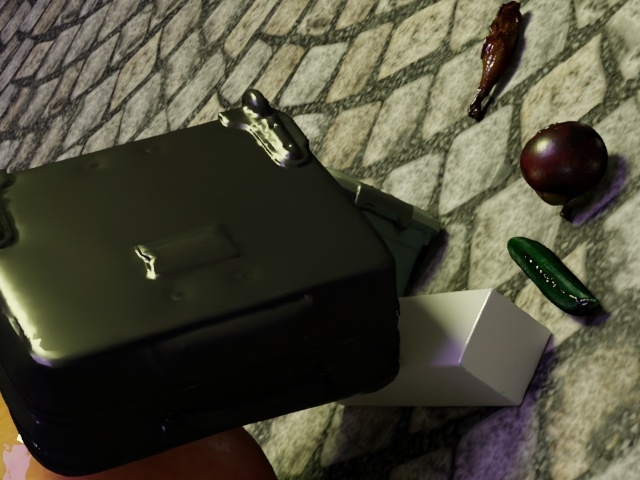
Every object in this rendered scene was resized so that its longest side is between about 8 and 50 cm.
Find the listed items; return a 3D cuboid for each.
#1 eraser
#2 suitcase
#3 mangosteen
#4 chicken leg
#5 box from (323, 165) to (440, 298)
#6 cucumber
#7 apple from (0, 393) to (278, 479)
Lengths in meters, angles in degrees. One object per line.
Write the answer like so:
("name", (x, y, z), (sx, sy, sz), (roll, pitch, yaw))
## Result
("eraser", (0.084, 0.102, 1.737), (0.298, 0.076, 0.078), (-8, 52, 59))
("suitcase", (-0.126, 0.041, 1.655), (0.339, 0.345, 0.188), (-129, 31, -49))
("mangosteen", (0.223, -0.070, 1.711), (0.081, 0.081, 0.081), (-42, 26, 27))
("chicken leg", (0.183, -0.196, 1.996), (0.062, 0.037, 0.145), (120, 171, -56))
("box", (0.000, 0.000, 1.939), (0.227, 0.162, 0.130), (-7, 63, 59))
("cucumber", (0.200, 0.028, 1.667), (0.033, 0.036, 0.184), (-61, 21, 12))
("apple", (-0.224, 0.287, 1.765), (0.364, 0.364, 0.364), (-42, 26, 27))
